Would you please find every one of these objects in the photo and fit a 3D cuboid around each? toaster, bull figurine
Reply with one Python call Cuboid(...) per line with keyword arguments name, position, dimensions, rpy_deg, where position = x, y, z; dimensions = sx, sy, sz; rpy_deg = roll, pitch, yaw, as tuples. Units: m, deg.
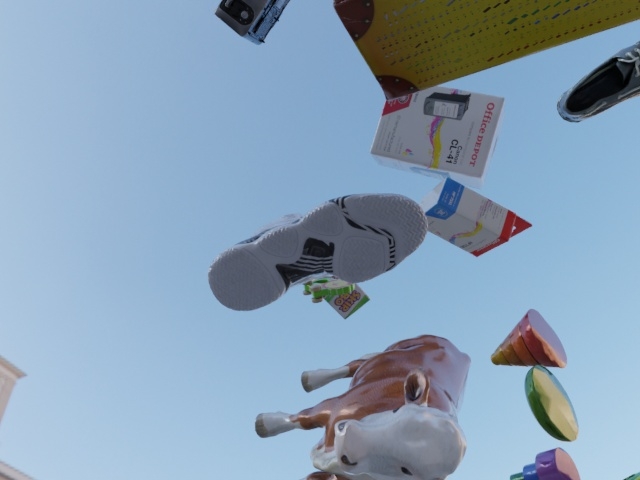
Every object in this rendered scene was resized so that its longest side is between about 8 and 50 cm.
Cuboid(name="toaster", position=(-0.154, -0.578, 1.251), dimensions=(0.110, 0.185, 0.168), rpy_deg=(38, -74, -2))
Cuboid(name="bull figurine", position=(0.049, 0.156, 0.454), dimensions=(0.189, 0.101, 0.310), rpy_deg=(-18, -7, 22))

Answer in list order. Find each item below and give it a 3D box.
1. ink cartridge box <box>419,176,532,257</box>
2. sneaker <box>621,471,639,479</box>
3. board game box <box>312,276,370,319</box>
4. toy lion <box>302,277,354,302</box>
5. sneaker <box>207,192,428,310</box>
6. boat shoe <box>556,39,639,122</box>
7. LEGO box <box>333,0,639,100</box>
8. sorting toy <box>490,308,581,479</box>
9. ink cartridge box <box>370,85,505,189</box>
Cuboid(name="ink cartridge box", position=(0.350, -0.040, 1.193), dimensions=(0.231, 0.078, 0.134), rpy_deg=(27, -23, -5))
Cuboid(name="sneaker", position=(0.503, 0.402, 0.793), dimensions=(0.296, 0.109, 0.123), rpy_deg=(-26, -22, 1))
Cuboid(name="board game box", position=(0.076, 0.186, 1.848), dimensions=(0.124, 0.039, 0.259), rpy_deg=(-39, -51, 5))
Cuboid(name="toy lion", position=(0.018, 0.094, 1.047), dimensions=(0.096, 0.100, 0.034), rpy_deg=(-13, -78, -17))
Cuboid(name="sneaker", position=(0.000, 0.000, 0.888), dimensions=(0.366, 0.210, 0.137), rpy_deg=(-19, -80, 12))
Cuboid(name="boat shoe", position=(0.694, -0.374, 1.161), dimensions=(0.319, 0.099, 0.116), rpy_deg=(-31, -95, 28))
Cuboid(name="LEGO box", position=(0.290, -0.453, 0.702), dimensions=(0.500, 0.372, 0.193), rpy_deg=(-11, -35, 29))
Cuboid(name="sorting toy", position=(0.356, 0.280, 0.900), dimensions=(0.127, 0.365, 0.126), rpy_deg=(44, -55, -15))
Cuboid(name="ink cartridge box", position=(0.316, -0.291, 1.392), dimensions=(0.306, 0.226, 0.131), rpy_deg=(16, -3, 21))
